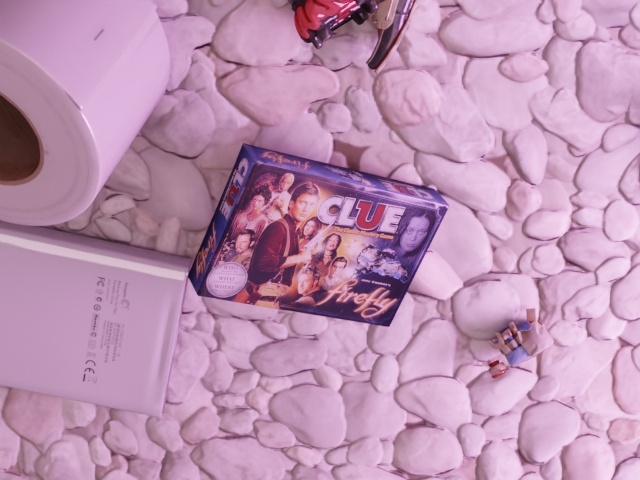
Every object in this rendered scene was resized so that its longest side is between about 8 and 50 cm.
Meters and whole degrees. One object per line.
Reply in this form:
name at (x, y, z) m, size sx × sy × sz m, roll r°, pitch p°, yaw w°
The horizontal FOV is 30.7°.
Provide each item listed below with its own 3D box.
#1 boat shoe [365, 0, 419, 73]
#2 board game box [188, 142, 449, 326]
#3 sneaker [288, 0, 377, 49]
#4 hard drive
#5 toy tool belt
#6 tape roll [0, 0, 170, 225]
boat shoe at (0.076, -0.238, 1.194) m, size 0.043 × 0.049 × 0.137 m, roll 25°, pitch 109°, yaw -4°
board game box at (0.000, 0.000, 1.247) m, size 0.243 × 0.042 × 0.165 m, roll 11°, pitch 116°, yaw -30°
sneaker at (0.020, -0.283, 1.086) m, size 0.097 × 0.276 × 0.135 m, roll -33°, pitch 92°, yaw -21°
hard drive at (-0.318, 0.085, 1.352) m, size 0.307 × 0.040 × 0.203 m, roll 12°, pitch 113°, yaw -2°
toy tool belt at (0.222, 0.117, 1.341) m, size 0.083 × 0.052 × 0.051 m, roll -32°, pitch 77°, yaw 11°
tape roll at (-0.290, -0.157, 1.132) m, size 0.246 × 0.169 × 0.246 m, roll 14°, pitch 137°, yaw 13°
